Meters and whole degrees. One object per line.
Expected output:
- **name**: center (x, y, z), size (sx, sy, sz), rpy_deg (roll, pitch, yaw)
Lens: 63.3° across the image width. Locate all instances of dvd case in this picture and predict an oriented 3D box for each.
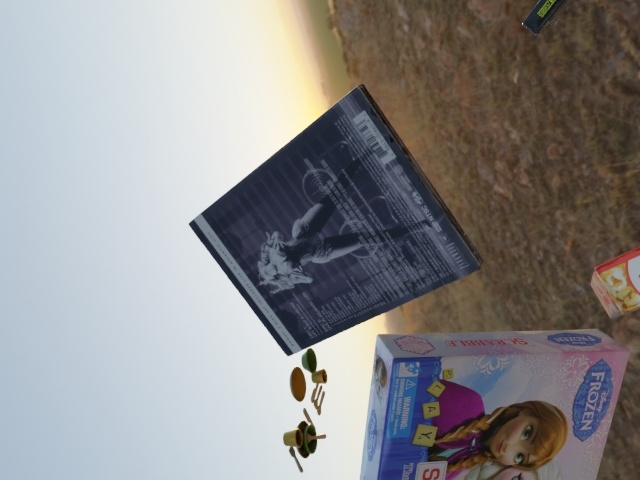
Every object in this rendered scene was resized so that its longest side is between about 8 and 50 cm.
- **dvd case**: center (0.000, 0.000, 0.448), size (0.165, 0.221, 0.018), rpy_deg (54, -145, -6)

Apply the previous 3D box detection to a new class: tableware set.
- **tableware set**: center (-0.017, 0.227, 0.717), size (0.154, 0.024, 0.104), rpy_deg (-64, -43, -58)

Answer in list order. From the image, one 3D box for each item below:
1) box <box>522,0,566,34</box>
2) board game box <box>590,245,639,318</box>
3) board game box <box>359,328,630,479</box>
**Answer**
- **box**: center (0.501, -0.516, 1.049), size (0.045, 0.184, 0.190), rpy_deg (43, -140, 7)
- **board game box**: center (0.341, 0.007, 0.451), size (0.146, 0.193, 0.045), rpy_deg (21, -138, -63)
- **board game box**: center (0.213, 0.274, 0.675), size (0.066, 0.317, 0.319), rpy_deg (-127, 40, -69)
